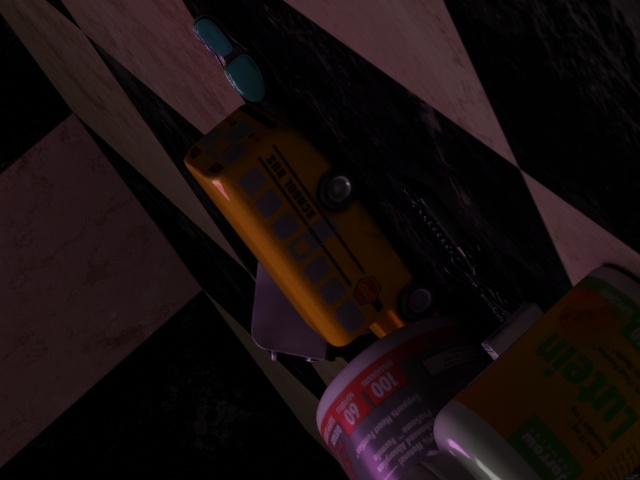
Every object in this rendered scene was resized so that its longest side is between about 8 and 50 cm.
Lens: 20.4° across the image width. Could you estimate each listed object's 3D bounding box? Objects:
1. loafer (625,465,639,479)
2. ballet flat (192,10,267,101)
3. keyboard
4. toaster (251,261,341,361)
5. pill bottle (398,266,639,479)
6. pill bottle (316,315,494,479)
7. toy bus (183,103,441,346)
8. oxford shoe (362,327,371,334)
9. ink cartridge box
[{"bbox_3d":[0.281,0.208,1.749,0.061,0.062,0.170,48,174,-29],"label":"loafer"},{"bbox_3d":[-0.093,-0.199,1.892,0.114,0.041,0.041,52,170,-21],"label":"ballet flat"},{"bbox_3d":[0.135,0.025,1.732,0.192,0.038,0.100,51,171,-20],"label":"keyboard"},{"bbox_3d":[-0.022,0.054,2.148,0.110,0.185,0.168,6,180,-1],"label":"toaster"},{"bbox_3d":[0.176,0.148,1.385,0.136,0.246,0.136,47,171,10],"label":"pill bottle"},{"bbox_3d":[0.170,0.277,1.920,0.363,0.210,0.210,54,175,27],"label":"pill bottle"},{"bbox_3d":[0.000,0.000,1.967,0.332,0.130,0.108,54,170,-31],"label":"toy bus"},{"bbox_3d":[0.013,0.031,2.306,0.212,0.076,0.076,44,140,41],"label":"oxford shoe"},{"bbox_3d":[0.212,0.120,1.682,0.115,0.063,0.029,50,170,-8],"label":"ink cartridge box"}]
